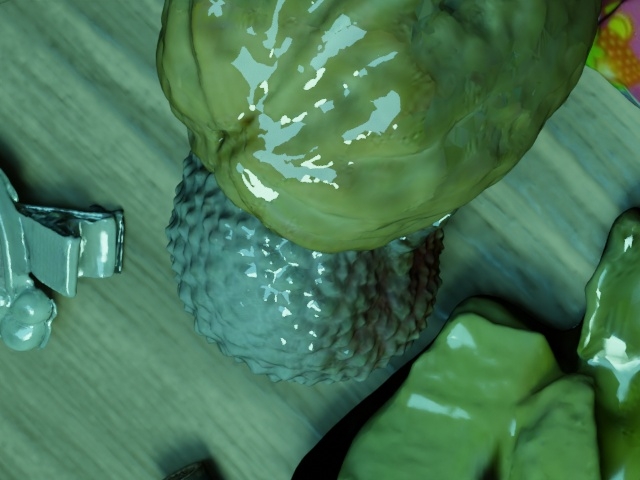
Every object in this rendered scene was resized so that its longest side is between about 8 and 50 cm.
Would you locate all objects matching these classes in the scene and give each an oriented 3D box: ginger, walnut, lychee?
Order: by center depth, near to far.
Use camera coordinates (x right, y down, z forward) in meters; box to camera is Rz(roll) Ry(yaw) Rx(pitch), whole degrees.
[{"bbox_3d":[0.030,-0.108,0.847,0.198,0.245,0.198,34,149,24],"label":"walnut"},{"bbox_3d":[0.141,0.191,0.940,0.413,0.211,0.358,-20,95,17],"label":"ginger"},{"bbox_3d":[0.000,0.000,0.978,0.197,0.165,0.165,7,108,41],"label":"lychee"}]

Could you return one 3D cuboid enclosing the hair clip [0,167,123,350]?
[{"bbox_3d":[-0.232,-0.007,1.134,0.220,0.054,0.140,12,115,21],"label":"hair clip"}]

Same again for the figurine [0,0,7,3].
[{"bbox_3d":[-0.145,-0.298,0.969,0.377,0.266,0.361,4,79,-12],"label":"figurine"}]

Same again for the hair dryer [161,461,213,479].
[{"bbox_3d":[0.011,0.192,1.098,0.195,0.050,0.173,-27,97,22],"label":"hair dryer"}]

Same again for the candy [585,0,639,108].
[{"bbox_3d":[0.254,-0.129,0.793,0.124,0.124,0.365,62,151,-4],"label":"candy"}]
